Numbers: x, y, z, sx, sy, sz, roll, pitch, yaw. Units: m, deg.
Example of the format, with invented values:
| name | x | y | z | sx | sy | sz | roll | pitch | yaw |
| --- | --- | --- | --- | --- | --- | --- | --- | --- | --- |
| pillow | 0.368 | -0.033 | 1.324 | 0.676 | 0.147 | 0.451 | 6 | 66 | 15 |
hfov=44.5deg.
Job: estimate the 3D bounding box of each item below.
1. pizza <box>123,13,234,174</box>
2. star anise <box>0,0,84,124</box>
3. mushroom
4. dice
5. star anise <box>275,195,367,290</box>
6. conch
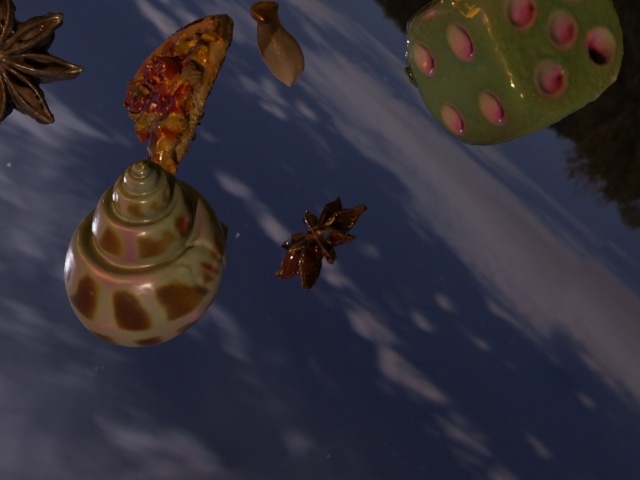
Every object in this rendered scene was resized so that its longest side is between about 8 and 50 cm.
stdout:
| name | x | y | z | sx | sy | sz | roll | pitch | yaw |
| --- | --- | --- | --- | --- | --- | --- | --- | --- | --- |
| pizza | -0.378 | -0.340 | 1.930 | 0.130 | 0.440 | 0.406 | 22 | -124 | -37 |
| star anise | -0.501 | -0.280 | 1.207 | 0.236 | 0.223 | 0.109 | 30 | 179 | -22 |
| mushroom | -0.096 | -0.453 | 1.804 | 0.088 | 0.097 | 0.212 | 16 | 140 | 47 |
| dice | 0.387 | -0.398 | 1.595 | 0.330 | 0.318 | 0.322 | 61 | 160 | -10 |
| star anise | 0.000 | 0.000 | 1.914 | 0.088 | 0.288 | 0.288 | 45 | -164 | -26 |
| conch | -0.220 | 0.018 | 1.036 | 0.197 | 0.368 | 0.249 | 43 | -128 | -9 |
